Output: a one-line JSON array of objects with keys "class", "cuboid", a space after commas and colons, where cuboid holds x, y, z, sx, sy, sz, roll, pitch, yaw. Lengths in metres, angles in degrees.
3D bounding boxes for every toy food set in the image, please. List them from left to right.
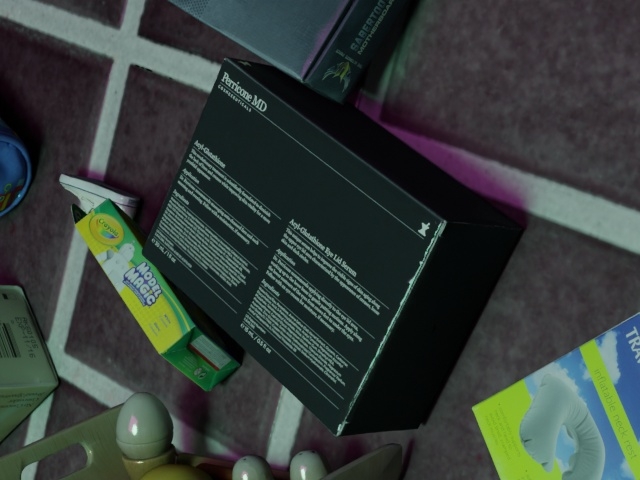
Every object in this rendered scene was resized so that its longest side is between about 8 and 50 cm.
[{"class": "toy food set", "cuboid": [-0.120, 0.186, 1.169, 0.306, 0.219, 0.092, 1, 105, 43]}]

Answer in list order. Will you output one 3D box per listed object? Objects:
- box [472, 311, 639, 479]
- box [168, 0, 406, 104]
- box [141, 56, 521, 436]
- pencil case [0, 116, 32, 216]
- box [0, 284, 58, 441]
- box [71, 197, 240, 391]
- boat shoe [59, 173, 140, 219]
[{"class": "box", "cuboid": [0.196, 0.125, 1.017, 0.178, 0.042, 0.109, -36, 65, 36]}, {"class": "box", "cuboid": [-0.024, -0.237, 1.193, 0.232, 0.059, 0.183, 37, 98, 38]}, {"class": "box", "cuboid": [0.000, 0.000, 1.159, 0.261, 0.103, 0.184, 40, 115, 37]}, {"class": "pencil case", "cuboid": [-0.416, -0.138, 1.517, 0.306, 0.133, 0.119, 45, 141, 32]}, {"class": "box", "cuboid": [-0.414, 0.177, 1.498, 0.311, 0.148, 0.121, -44, 61, 33]}, {"class": "box", "cuboid": [-0.144, 0.039, 1.286, 0.043, 0.105, 0.179, -40, 60, 0]}, {"class": "boat shoe", "cuboid": [-0.208, -0.036, 1.396, 0.100, 0.035, 0.035, 20, 99, 34]}]
